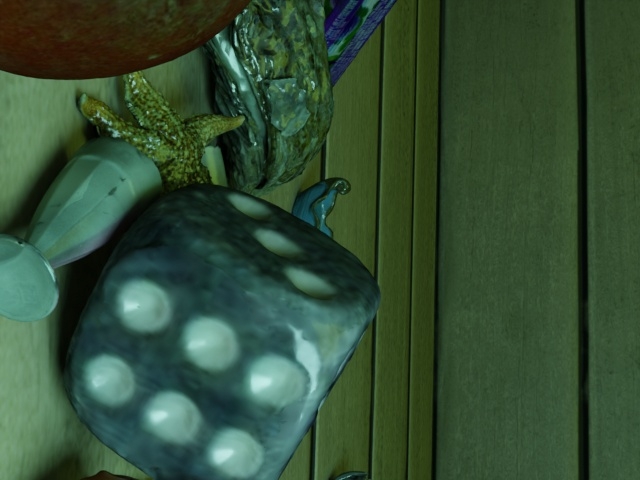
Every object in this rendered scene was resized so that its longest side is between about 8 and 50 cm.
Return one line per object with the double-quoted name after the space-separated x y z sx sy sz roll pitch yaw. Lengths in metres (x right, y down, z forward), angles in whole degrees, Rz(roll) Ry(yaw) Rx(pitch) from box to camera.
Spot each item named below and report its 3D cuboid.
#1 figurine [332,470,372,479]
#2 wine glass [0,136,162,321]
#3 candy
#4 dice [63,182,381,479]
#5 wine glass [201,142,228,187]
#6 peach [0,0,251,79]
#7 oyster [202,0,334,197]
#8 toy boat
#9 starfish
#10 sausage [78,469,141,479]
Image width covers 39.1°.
0.053 0.411 1.451 0.086 0.094 0.082 11 37 -47 "figurine"
-0.173 -0.009 0.626 0.155 0.073 0.073 -63 150 -56 "wine glass"
0.028 -0.259 1.014 0.088 0.312 0.061 -19 72 -38 "candy"
-0.071 0.073 0.690 0.181 0.182 0.183 -63 173 17 "dice"
-0.111 0.030 0.870 0.074 0.074 0.262 -33 120 -72 "wine glass"
-0.130 -0.212 0.482 0.252 0.252 0.253 0 90 -75 "peach"
-0.064 -0.194 0.944 0.162 0.158 0.351 -12 116 -32 "oyster"
0.000 0.000 1.262 0.075 0.077 0.186 51 41 -66 "toy boat"
-0.123 -0.075 0.781 0.176 0.053 0.208 -48 131 -44 "starfish"
-0.162 0.264 0.559 0.258 0.133 0.133 -72 157 -50 "sausage"
